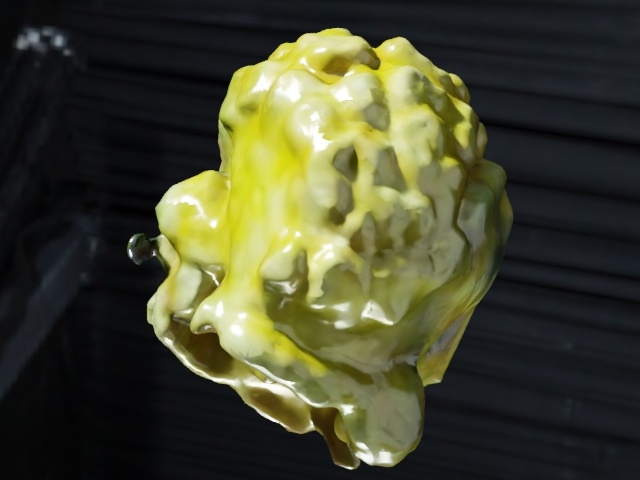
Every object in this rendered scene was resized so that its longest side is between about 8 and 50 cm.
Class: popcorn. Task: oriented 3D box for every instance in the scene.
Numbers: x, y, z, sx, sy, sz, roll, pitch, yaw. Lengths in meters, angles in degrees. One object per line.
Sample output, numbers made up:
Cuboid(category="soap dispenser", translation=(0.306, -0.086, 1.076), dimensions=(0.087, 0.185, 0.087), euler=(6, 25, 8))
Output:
Cuboid(category="popcorn", translation=(0.001, 0.001, 0.721), dimensions=(0.218, 0.169, 0.189), euler=(84, -148, -76))
